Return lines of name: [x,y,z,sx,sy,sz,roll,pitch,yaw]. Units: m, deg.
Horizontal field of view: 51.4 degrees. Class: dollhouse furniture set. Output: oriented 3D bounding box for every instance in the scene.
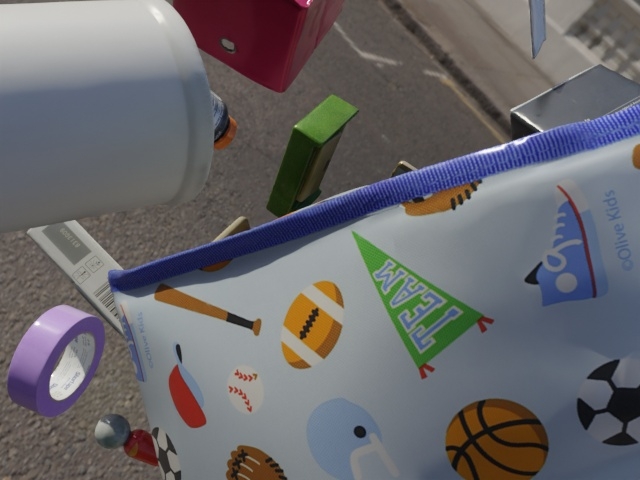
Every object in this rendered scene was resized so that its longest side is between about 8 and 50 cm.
dollhouse furniture set: [0.000,0.000,0.759,0.198,0.151,0.301,35,47,7]

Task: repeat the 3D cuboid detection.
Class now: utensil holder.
utensil holder: [-0.400,-0.179,0.957,0.386,0.327,0.327,-15,60,-35]

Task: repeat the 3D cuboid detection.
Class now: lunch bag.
lunch bag: [0.089,0.116,0.447,0.239,0.386,0.327,-16,88,-53]

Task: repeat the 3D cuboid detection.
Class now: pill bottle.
pill bottle: [-0.299,-0.298,1.508,0.246,0.130,0.130,34,26,-49]

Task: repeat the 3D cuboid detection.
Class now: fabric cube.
fabric cube: [-0.095,-0.475,1.192,0.254,0.258,0.259,31,69,-1]

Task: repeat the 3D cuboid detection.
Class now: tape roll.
tape roll: [-0.674,0.309,1.714,0.090,0.274,0.275,20,28,12]

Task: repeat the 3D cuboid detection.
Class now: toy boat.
toy boat: [-0.414,0.491,1.240,0.148,0.267,0.318,32,55,-12]

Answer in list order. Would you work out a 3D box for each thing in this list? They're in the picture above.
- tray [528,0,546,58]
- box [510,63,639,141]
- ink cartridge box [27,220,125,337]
tray: [0.421,-0.476,1.303,0.270,0.030,0.145,-71,152,-49]
box: [0.545,-0.074,1.175,0.395,0.212,0.293,52,-12,44]
ink cartridge box: [-0.435,0.129,1.393,0.308,0.385,0.091,42,68,10]
